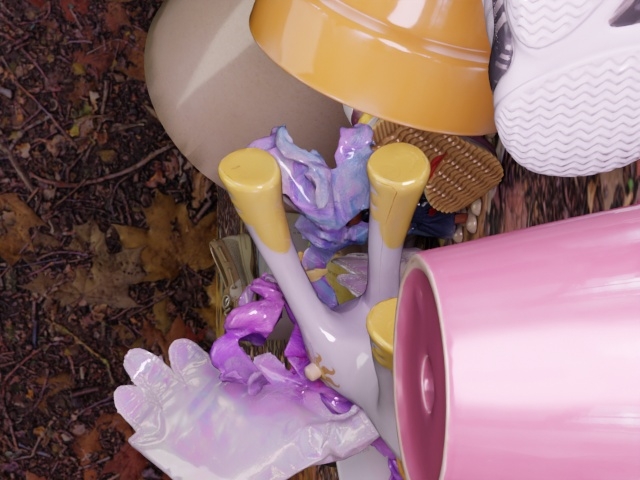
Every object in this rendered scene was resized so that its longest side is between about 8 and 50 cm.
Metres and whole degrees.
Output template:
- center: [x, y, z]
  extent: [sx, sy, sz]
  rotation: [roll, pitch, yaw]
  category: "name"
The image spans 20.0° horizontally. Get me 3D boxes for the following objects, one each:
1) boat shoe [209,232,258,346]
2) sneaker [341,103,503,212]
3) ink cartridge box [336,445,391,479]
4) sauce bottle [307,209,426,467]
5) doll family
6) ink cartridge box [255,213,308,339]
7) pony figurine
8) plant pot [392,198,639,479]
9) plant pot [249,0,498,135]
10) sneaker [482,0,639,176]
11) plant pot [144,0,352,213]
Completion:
- center: [-0.090, 0.053, 1.911]
  extent: [0.056, 0.048, 0.153]
  rotation: [86, 178, -47]
  category: "boat shoe"
- center: [0.076, -0.086, 1.374]
  extent: [0.185, 0.069, 0.084]
  rotation: [35, -155, -57]
  category: "sneaker"
- center: [0.051, 0.149, 1.562]
  extent: [0.189, 0.066, 0.232]
  rotation: [56, -156, -55]
  category: "ink cartridge box"
- center: [0.031, 0.086, 1.761]
  extent: [0.111, 0.111, 0.344]
  rotation: [-101, 14, -48]
  category: "sauce bottle"
- center: [0.072, -0.050, 1.488]
  extent: [0.076, 0.111, 0.193]
  rotation: [-102, 14, -51]
  category: "doll family"
- center: [0.000, 0.000, 1.889]
  extent: [0.127, 0.128, 0.176]
  rotation: [101, 166, -55]
  category: "ink cartridge box"
- center: [0.031, 0.088, 1.293]
  extent: [0.351, 0.303, 0.363]
  rotation: [45, 157, 39]
  category: "pony figurine"
- center: [0.135, 0.068, 0.892]
  extent: [0.201, 0.180, 0.201]
  rotation: [179, 90, -80]
  category: "plant pot"
- center: [0.075, -0.203, 1.265]
  extent: [0.205, 0.205, 0.188]
  rotation: [-106, 33, -59]
  category: "plant pot"
- center: [0.141, -0.224, 0.959]
  extent: [0.366, 0.137, 0.210]
  rotation: [95, 167, -48]
  category: "sneaker"
- center: [0.018, -0.197, 1.531]
  extent: [0.274, 0.256, 0.256]
  rotation: [133, 138, -53]
  category: "plant pot"
